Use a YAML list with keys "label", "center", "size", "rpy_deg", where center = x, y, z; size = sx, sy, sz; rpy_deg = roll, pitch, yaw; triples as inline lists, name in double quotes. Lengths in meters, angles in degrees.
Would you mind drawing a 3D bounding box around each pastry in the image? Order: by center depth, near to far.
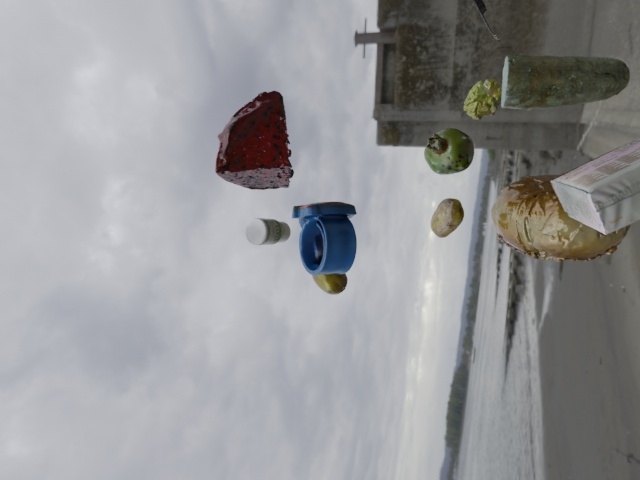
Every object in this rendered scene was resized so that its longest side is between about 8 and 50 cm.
- label: "pastry"
  center: [0.770, -0.068, 1.380]
  size: [0.409, 0.410, 0.244]
  rpy_deg: [-48, -44, -56]

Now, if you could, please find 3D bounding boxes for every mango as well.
- label: "mango"
  center: [0.030, 0.149, 1.902]
  size: [0.130, 0.167, 0.262]
  rpy_deg: [-51, 16, 3]

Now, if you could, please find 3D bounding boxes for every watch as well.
- label: "watch"
  center: [0.000, 0.000, 1.634]
  size: [0.242, 0.305, 0.274]
  rpy_deg: [-2, -99, -25]

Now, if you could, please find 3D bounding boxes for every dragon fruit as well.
- label: "dragon fruit"
  center: [-0.161, -0.327, 1.407]
  size: [0.302, 0.240, 0.329]
  rpy_deg: [19, -97, -62]

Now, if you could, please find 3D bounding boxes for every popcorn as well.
- label: "popcorn"
  center: [0.597, -0.511, 1.542]
  size: [0.145, 0.126, 0.125]
  rpy_deg: [-48, -18, -5]

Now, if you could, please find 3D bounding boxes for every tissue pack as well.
- label: "tissue pack"
  center: [0.684, -0.129, 0.952]
  size: [0.124, 0.225, 0.185]
  rpy_deg: [59, -167, -11]

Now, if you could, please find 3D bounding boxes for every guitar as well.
- label: "guitar"
  center: [0.535, -0.757, 1.395]
  size: [0.233, 0.025, 0.088]
  rpy_deg: [48, -150, -19]

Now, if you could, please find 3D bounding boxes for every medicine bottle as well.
- label: "medicine bottle"
  center: [-0.263, -0.044, 2.170]
  size: [0.237, 0.139, 0.139]
  rpy_deg: [2, -86, -62]

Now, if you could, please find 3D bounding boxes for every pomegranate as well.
- label: "pomegranate"
  center: [0.414, -0.294, 1.388]
  size: [0.205, 0.159, 0.159]
  rpy_deg: [8, -91, -49]

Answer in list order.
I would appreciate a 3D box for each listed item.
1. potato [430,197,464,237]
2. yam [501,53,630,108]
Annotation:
- label: "potato"
  center: [0.440, -0.078, 1.471]
  size: [0.170, 0.080, 0.107]
  rpy_deg: [109, 156, -48]
- label: "yam"
  center: [0.598, -0.399, 1.053]
  size: [0.133, 0.331, 0.133]
  rpy_deg: [176, 90, -88]
